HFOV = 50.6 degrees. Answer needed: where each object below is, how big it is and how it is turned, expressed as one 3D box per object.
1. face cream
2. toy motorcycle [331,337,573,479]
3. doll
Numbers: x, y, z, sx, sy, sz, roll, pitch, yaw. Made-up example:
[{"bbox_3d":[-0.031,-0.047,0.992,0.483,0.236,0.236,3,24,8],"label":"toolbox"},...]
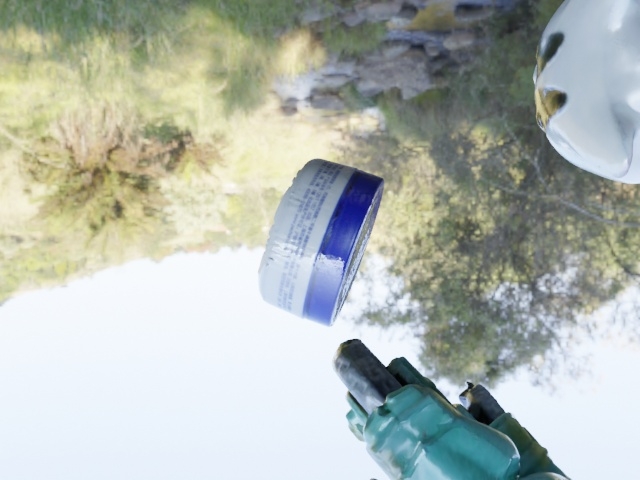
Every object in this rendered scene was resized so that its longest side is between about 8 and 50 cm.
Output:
[{"bbox_3d":[0.000,0.000,0.873,0.111,0.205,0.206,19,-173,6],"label":"face cream"},{"bbox_3d":[0.112,0.176,0.381,0.109,0.296,0.198,-44,-167,-3],"label":"toy motorcycle"},{"bbox_3d":[0.180,-0.083,0.347,0.181,0.110,0.107,-7,-179,-32],"label":"doll"}]
